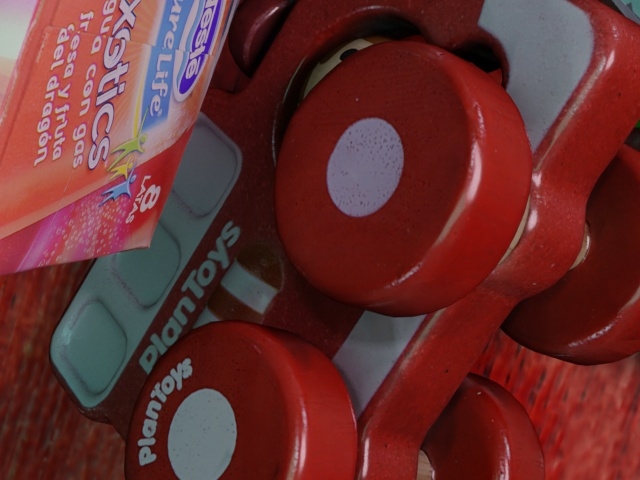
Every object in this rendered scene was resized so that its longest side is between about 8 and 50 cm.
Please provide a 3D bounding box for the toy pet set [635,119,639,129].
[{"bbox_3d":[0.174,-0.002,0.608,0.122,0.065,0.114,-46,45,11],"label":"toy pet set"}]

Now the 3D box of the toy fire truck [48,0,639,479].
[{"bbox_3d":[0.000,0.000,0.593,0.254,0.169,0.302,42,108,41],"label":"toy fire truck"}]

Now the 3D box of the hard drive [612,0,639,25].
[{"bbox_3d":[0.200,-0.138,0.539,0.172,0.054,0.254,-41,82,13],"label":"hard drive"}]

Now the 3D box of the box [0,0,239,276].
[{"bbox_3d":[-0.191,-0.110,0.448,0.300,0.154,0.142,23,99,12],"label":"box"}]
